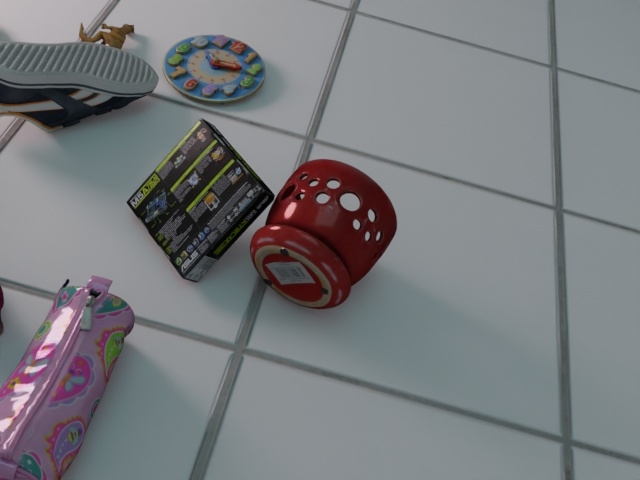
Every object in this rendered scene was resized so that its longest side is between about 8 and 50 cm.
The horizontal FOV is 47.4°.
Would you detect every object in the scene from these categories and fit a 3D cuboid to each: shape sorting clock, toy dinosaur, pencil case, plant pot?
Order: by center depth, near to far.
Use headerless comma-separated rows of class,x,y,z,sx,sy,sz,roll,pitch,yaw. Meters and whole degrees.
pencil case,-0.333,0.181,0.918,0.124,0.124,0.284,16,48,1
plant pot,0.000,0.000,1.121,0.191,0.191,0.174,26,57,10
toy dinosaur,-0.416,-0.383,1.431,0.112,0.064,0.211,9,48,-8
shape sorting clock,-0.213,-0.351,1.468,0.206,0.040,0.206,7,48,-8

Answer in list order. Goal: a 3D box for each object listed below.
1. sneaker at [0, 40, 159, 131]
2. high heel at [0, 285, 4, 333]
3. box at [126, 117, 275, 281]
sneaker,-0.449,-0.274,1.297,0.321,0.127,0.126,-8,53,-45
high heel,-0.516,0.025,1.010,0.082,0.117,0.244,-24,59,-30
box,-0.191,-0.064,1.141,0.184,0.191,0.045,48,11,29
